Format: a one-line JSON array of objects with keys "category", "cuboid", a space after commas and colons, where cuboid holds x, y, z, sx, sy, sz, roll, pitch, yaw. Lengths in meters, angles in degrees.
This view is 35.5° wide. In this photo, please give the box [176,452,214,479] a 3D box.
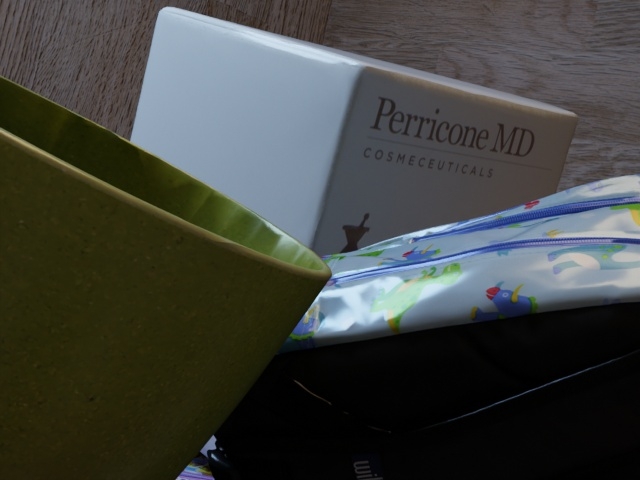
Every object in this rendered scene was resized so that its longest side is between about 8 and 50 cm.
[{"category": "box", "cuboid": [-0.186, 0.226, 0.953, 0.293, 0.057, 0.201, 12, -2, 4]}]

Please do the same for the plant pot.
[{"category": "plant pot", "cuboid": [-0.183, 0.079, 0.505, 0.274, 0.294, 0.275, 29, 3, -2]}]

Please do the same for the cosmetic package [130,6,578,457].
[{"category": "cosmetic package", "cuboid": [0.000, 0.000, 1.055, 0.329, 0.394, 0.327, 4, 15, -42]}]

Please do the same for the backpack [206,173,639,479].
[{"category": "backpack", "cuboid": [0.140, 0.102, 0.646, 0.355, 0.290, 0.273, -15, 21, 36]}]
